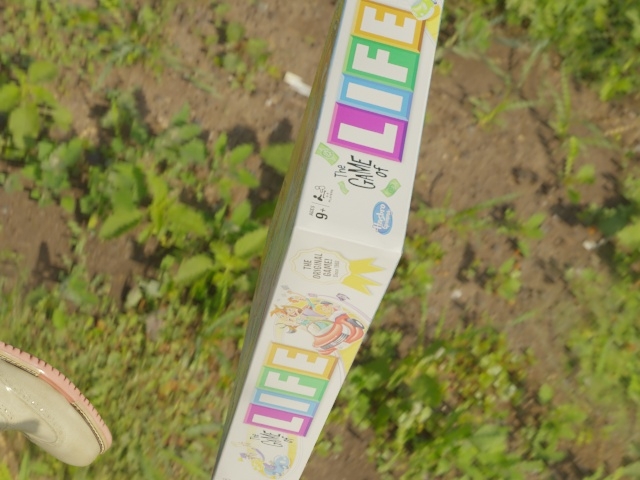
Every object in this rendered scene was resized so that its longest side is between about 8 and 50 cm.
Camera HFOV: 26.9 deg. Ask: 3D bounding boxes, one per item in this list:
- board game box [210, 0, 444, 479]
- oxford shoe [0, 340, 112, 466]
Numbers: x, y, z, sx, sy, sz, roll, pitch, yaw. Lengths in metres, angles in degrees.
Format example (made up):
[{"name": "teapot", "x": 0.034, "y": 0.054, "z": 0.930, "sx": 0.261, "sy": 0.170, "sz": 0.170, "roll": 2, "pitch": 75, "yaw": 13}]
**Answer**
[{"name": "board game box", "x": 0.000, "y": 0.000, "z": 0.391, "sx": 0.026, "sy": 0.154, "sz": 0.103, "roll": 14, "pitch": 55, "yaw": -4}, {"name": "oxford shoe", "x": -0.414, "y": 0.178, "z": 1.541, "sx": 0.397, "sy": 0.140, "sz": 0.146, "roll": 39, "pitch": 58, "yaw": -30}]
